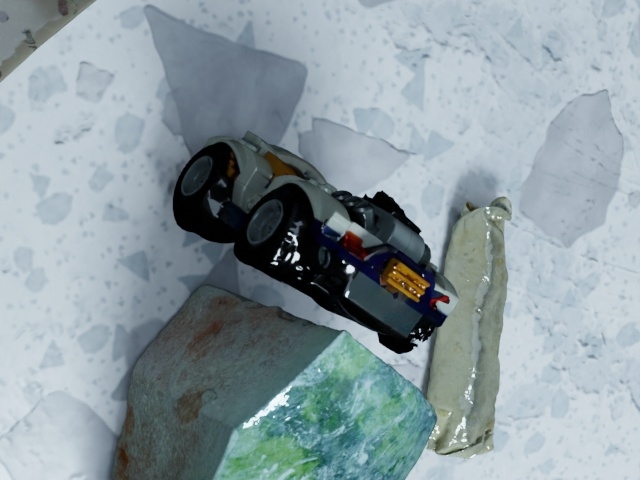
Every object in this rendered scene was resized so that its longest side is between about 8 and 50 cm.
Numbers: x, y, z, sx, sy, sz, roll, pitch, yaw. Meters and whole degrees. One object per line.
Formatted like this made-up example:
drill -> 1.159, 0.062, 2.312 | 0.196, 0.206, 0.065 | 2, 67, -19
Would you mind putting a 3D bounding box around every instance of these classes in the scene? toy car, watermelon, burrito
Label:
toy car -> 0.002, -0.001, 1.178 | 0.193, 0.301, 0.118 | 35, 86, -31
watermelon -> -0.067, 0.158, 1.245 | 0.228, 0.258, 0.387 | 3, 141, -40
burrito -> 0.156, 0.089, 1.401 | 0.082, 0.059, 0.275 | 0, 99, -32

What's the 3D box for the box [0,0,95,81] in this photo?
box -> -0.343, -0.162, 1.029 | 0.297, 0.225, 0.190 | -46, 112, -12
